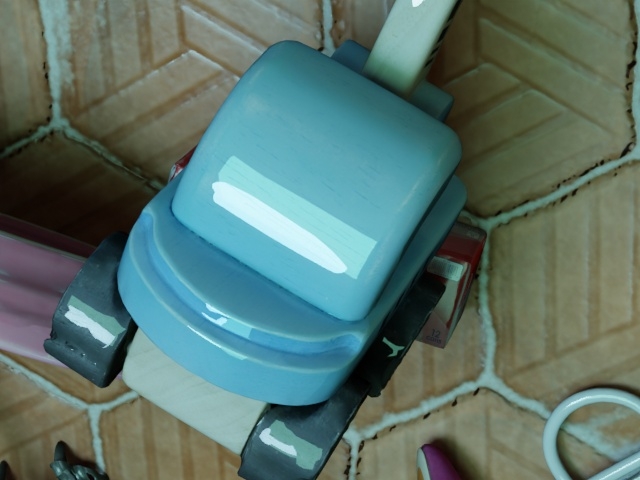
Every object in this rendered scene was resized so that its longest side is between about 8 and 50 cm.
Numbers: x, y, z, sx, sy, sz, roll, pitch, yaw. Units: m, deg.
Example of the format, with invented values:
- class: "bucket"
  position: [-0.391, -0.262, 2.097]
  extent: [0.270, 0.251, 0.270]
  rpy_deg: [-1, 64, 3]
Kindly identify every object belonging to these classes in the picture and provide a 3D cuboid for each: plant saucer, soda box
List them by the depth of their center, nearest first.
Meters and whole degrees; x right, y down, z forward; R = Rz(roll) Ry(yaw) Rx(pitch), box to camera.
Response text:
- class: "plant saucer"
  position: [-0.264, 0.027, 1.418]
  extent: [0.332, 0.332, 0.084]
  rpy_deg: [20, 91, 8]
- class: "soda box"
  position: [0.000, 0.000, 1.434]
  extent: [0.263, 0.092, 0.083]
  rpy_deg: [19, 112, 8]

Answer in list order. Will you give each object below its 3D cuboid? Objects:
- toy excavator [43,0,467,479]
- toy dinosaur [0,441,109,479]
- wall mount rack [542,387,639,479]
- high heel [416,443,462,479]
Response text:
- class: "toy excavator"
  position: [0.041, -0.095, 1.229]
  extent: [0.222, 0.433, 0.445]
  rpy_deg: [32, 130, 6]
- class: "toy dinosaur"
  position: [-0.277, 0.301, 1.576]
  extent: [0.164, 0.218, 0.322]
  rpy_deg: [4, 113, 16]
- class: "wall mount rack"
  position: [0.342, 0.266, 1.422]
  extent: [0.304, 0.130, 0.350]
  rpy_deg: [-34, 100, 26]
- class: "high heel"
  position: [0.170, 0.280, 1.526]
  extent: [0.117, 0.082, 0.244]
  rpy_deg: [-22, 92, -5]
